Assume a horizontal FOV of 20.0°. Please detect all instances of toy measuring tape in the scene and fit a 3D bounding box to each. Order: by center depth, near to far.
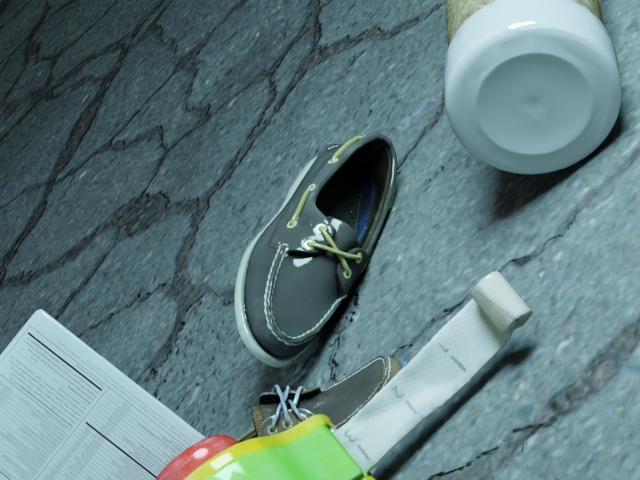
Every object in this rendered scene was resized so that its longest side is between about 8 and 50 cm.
[{"bbox_3d":[-0.009,0.139,1.131,0.330,0.121,0.121,-44,23,11],"label":"toy measuring tape"}]

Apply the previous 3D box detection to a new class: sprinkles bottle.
[{"bbox_3d":[0.150,-0.188,1.370,0.121,0.121,0.355,-39,24,23],"label":"sprinkles bottle"}]

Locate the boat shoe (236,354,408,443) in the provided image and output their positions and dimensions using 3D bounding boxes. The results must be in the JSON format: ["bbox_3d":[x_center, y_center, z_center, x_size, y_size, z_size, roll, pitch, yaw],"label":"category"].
[{"bbox_3d":[-0.016,0.135,1.223,0.183,0.066,0.066,-43,24,16],"label":"boat shoe"}]

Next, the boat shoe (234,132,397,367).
[{"bbox_3d":[0.000,0.000,1.393,0.068,0.081,0.228,-34,24,41],"label":"boat shoe"}]

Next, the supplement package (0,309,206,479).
[{"bbox_3d":[-0.195,0.180,1.284,0.203,0.149,0.194,-52,-5,-8],"label":"supplement package"}]
